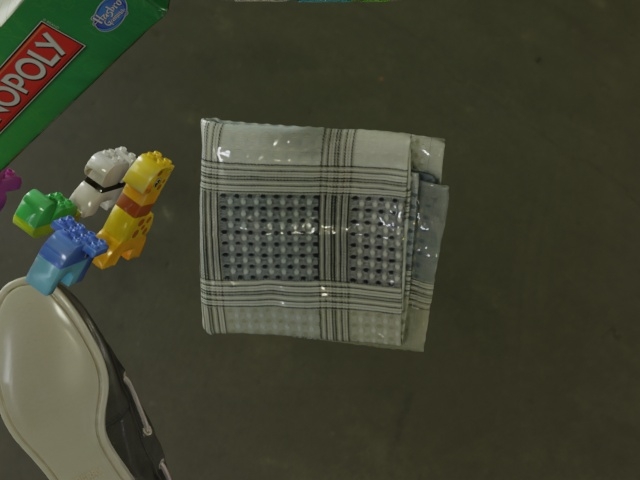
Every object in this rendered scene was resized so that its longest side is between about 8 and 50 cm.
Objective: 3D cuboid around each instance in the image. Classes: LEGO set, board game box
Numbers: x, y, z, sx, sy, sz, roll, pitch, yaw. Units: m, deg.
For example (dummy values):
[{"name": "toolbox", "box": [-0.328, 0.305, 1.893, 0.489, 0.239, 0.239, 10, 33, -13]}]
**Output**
[{"name": "LEGO set", "box": [-0.166, -0.032, 0.705, 0.087, 0.093, 0.227, 35, 18, 8]}, {"name": "board game box", "box": [-0.138, -0.174, 0.492, 0.046, 0.213, 0.317, 29, 46, -34]}]

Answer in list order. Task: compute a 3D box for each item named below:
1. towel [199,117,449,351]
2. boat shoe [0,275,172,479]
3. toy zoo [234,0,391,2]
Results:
[{"name": "towel", "box": [0.000, 0.000, 1.273, 0.324, 0.312, 0.056, 4, 20, 3]}, {"name": "boat shoe", "box": [-0.226, 0.183, 0.945, 0.112, 0.095, 0.335, -19, 102, 3]}, {"name": "toy zoo", "box": [-0.027, -0.330, 1.272, 0.293, 0.030, 0.192, -1, 12, -5]}]
